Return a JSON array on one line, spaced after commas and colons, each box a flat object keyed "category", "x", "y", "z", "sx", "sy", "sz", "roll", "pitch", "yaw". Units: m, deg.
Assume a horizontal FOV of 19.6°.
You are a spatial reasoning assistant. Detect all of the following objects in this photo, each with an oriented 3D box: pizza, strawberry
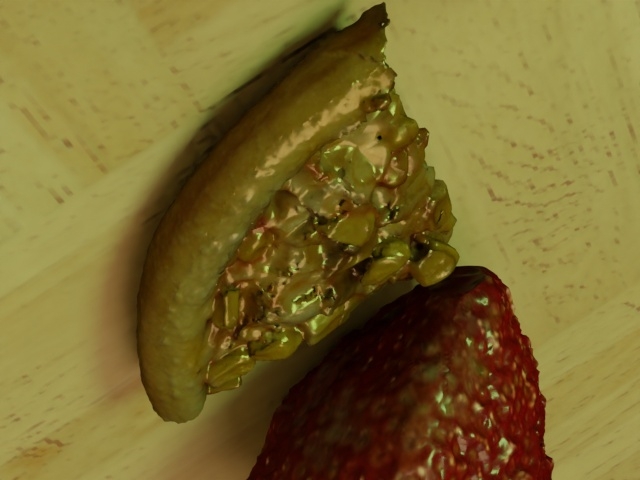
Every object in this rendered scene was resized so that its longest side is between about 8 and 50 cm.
[{"category": "pizza", "x": 0.000, "y": 0.000, "z": 0.649, "sx": 0.131, "sy": 0.041, "sz": 0.178, "roll": 14, "pitch": 124, "yaw": -47}, {"category": "strawberry", "x": 0.028, "y": 0.087, "z": 0.710, "sx": 0.131, "sy": 0.131, "sz": 0.148, "roll": -18, "pitch": 117, "yaw": -19}]
